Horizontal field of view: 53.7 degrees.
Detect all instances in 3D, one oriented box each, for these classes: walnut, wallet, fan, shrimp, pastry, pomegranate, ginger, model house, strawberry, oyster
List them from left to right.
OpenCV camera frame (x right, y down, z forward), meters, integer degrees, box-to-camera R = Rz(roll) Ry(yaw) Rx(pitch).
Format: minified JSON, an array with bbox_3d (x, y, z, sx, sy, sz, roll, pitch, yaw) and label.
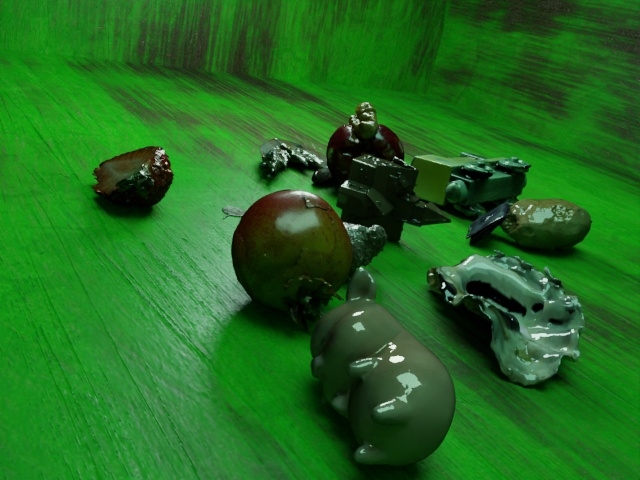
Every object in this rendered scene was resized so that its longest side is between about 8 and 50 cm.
[{"bbox_3d":[-0.395,-0.125,1.373,0.175,0.107,0.236,-29,28,-2],"label":"strawberry"},{"bbox_3d":[-0.194,-0.062,1.442,0.060,0.003,0.080,7,22,-12],"label":"fan"},{"bbox_3d":[-0.042,0.027,1.050,0.210,0.210,0.235,-2,51,-32],"label":"pomegranate"},{"bbox_3d":[-0.067,-0.221,1.817,0.246,0.085,0.360,23,20,9],"label":"shrimp"},{"bbox_3d":[0.003,0.007,1.231,0.264,0.103,0.112,2,33,-3],"label":"pastry"},{"bbox_3d":[0.117,-0.263,1.781,0.221,0.244,0.269,-11,16,-3],"label":"walnut"},{"bbox_3d":[0.177,-0.078,1.446,0.248,0.181,0.176,19,23,19],"label":"model house"},{"bbox_3d":[0.433,-0.045,1.623,0.030,0.111,0.166,55,26,-3],"label":"wallet"},{"bbox_3d":[0.323,0.119,1.157,0.237,0.115,0.351,-14,28,-32],"label":"oyster"},{"bbox_3d":[0.598,-0.041,1.655,0.267,0.152,0.138,10,51,-20],"label":"ginger"}]

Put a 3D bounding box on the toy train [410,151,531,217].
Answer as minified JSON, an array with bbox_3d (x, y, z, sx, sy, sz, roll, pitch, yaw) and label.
[{"bbox_3d":[0.453,-0.181,1.896,0.253,0.160,0.397,24,25,40],"label":"toy train"}]

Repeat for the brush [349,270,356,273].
[{"bbox_3d":[0.045,0.041,1.301,0.021,0.019,0.083,-11,32,-27],"label":"brush"}]

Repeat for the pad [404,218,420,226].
[{"bbox_3d":[0.231,-0.081,1.721,0.116,0.004,0.193,17,23,12],"label":"pad"}]

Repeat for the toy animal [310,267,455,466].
[{"bbox_3d":[0.076,0.172,0.820,0.154,0.167,0.250,10,27,-31],"label":"toy animal"}]
